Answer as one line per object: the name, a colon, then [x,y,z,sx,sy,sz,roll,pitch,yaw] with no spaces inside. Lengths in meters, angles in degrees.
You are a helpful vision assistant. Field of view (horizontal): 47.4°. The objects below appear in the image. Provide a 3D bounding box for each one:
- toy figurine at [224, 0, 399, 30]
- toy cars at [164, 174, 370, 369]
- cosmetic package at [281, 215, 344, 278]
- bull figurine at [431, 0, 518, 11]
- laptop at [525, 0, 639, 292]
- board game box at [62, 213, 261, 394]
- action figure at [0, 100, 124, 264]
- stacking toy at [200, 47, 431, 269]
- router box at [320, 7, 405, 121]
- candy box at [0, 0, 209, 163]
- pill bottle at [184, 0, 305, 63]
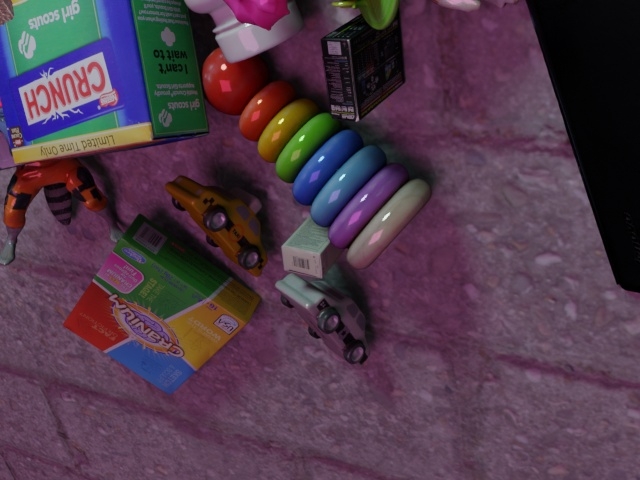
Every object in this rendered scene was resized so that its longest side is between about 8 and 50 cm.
toy figurine: [-0.026,-0.268,0.731,0.173,0.159,0.130,-128,27,-60]
toy cars: [-0.056,0.034,1.066,0.393,0.087,0.176,43,168,-5]
cosmetic package: [0.000,0.000,0.992,0.060,0.115,0.041,12,126,25]
bull figurine: [0.146,-0.348,0.659,0.188,0.101,0.310,32,144,5]
laptop: [0.471,-0.131,0.685,0.407,0.236,0.382,-22,111,9]
board game box: [-0.282,0.123,1.257,0.242,0.064,0.316,36,134,-10]
action figure: [-0.490,-0.133,1.150,0.341,0.178,0.330,-6,117,-1]
stacking toy: [-0.024,-0.118,0.921,0.330,0.141,0.141,42,133,4]
router box: [0.050,-0.199,0.816,0.038,0.122,0.092,10,126,30]
candy box: [-0.295,-0.267,0.916,0.268,0.122,0.317,-4,101,33]
pill bottle: [-0.109,-0.325,0.815,0.131,0.131,0.229,-10,116,36]
